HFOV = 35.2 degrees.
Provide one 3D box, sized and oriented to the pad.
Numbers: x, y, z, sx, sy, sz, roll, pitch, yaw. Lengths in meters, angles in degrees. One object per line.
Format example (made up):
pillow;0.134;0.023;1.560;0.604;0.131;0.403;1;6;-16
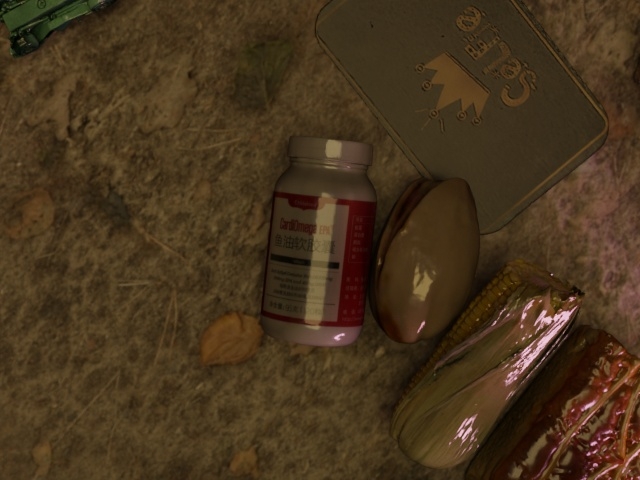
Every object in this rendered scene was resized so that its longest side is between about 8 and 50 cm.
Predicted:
pad;0.214;-0.230;1.287;0.315;0.063;0.375;-40;96;-1

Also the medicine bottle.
medicine bottle;0.000;0.000;1.252;0.131;0.131;0.250;6;94;-4

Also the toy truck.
toy truck;-0.326;-0.292;1.246;0.154;0.078;0.080;-28;88;11

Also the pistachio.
pistachio;0.129;0.024;1.259;0.143;0.144;0.215;12;82;-5

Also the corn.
corn;0.203;0.156;1.252;0.123;0.122;0.305;33;112;0

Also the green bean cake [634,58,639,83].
green bean cake;0.505;-0.222;1.283;0.179;0.109;0.085;13;93;-5

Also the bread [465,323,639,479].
bread;0.336;0.269;1.306;0.184;0.114;0.275;38;93;-5
